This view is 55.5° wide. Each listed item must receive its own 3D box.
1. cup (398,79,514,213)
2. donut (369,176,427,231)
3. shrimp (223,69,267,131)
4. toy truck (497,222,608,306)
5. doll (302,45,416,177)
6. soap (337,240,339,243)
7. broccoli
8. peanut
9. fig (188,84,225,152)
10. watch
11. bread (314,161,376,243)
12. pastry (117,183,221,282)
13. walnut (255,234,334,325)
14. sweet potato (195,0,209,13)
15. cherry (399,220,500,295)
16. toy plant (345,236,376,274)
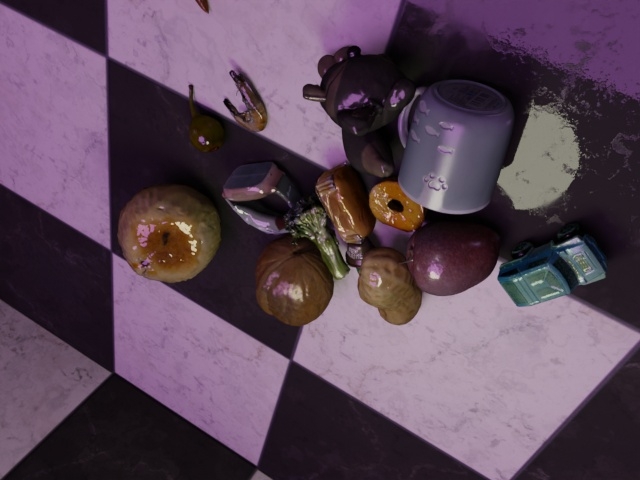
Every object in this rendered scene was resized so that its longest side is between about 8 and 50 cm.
[{"bbox_3d":[0.328,-0.282,1.601,0.357,0.259,0.275,50,144,38],"label":"cup"},{"bbox_3d":[0.246,-0.118,1.868,0.190,0.074,0.174,5,126,36],"label":"donut"},{"bbox_3d":[-0.257,-0.447,1.977,0.150,0.051,0.217,-2,125,43],"label":"shrimp"},{"bbox_3d":[0.642,0.077,1.691,0.279,0.156,0.155,-28,104,44],"label":"toy truck"},{"bbox_3d":[0.144,-0.340,1.634,0.252,0.382,0.379,-38,121,5],"label":"doll"},{"bbox_3d":[0.026,0.009,2.148,0.089,0.012,0.034,0,122,33],"label":"soap"},{"bbox_3d":[0.004,-0.004,1.995,0.164,0.145,0.304,-29,103,10],"label":"broccoli"},{"bbox_3d":[0.226,0.161,1.966,0.192,0.170,0.387,-20,141,12],"label":"peanut"},{"bbox_3d":[-0.412,-0.413,2.072,0.124,0.124,0.236,-23,93,42],"label":"fig"},{"bbox_3d":[-0.185,-0.134,2.103,0.253,0.162,0.241,-2,132,28],"label":"watch"},{"bbox_3d":[0.087,-0.117,1.929,0.107,0.136,0.241,-13,115,36],"label":"bread"},{"bbox_3d":[-0.566,-0.038,2.289,0.388,0.313,0.389,-2,118,-4],"label":"pastry"},{"bbox_3d":[-0.092,0.145,2.144,0.332,0.333,0.333,18,130,22],"label":"walnut"},{"bbox_3d":[-0.365,-0.733,1.847,0.034,0.034,0.095,-8,116,37],"label":"sweet potato"},{"bbox_3d":[0.381,0.046,1.782,0.307,0.261,0.221,-14,100,1],"label":"cherry"},{"bbox_3d":[0.142,0.067,2.055,0.142,0.105,0.200,16,141,32],"label":"toy plant"}]
